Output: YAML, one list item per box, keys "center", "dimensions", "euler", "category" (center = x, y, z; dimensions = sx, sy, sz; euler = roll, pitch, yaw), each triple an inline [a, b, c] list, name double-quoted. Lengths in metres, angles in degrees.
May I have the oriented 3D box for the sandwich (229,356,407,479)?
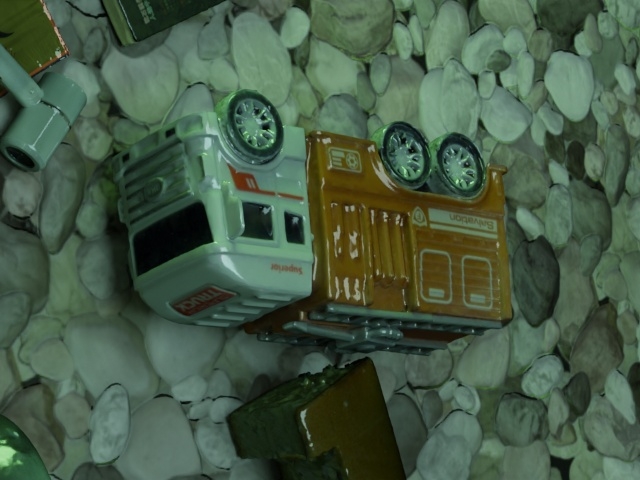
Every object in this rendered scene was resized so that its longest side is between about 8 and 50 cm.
- center: [0.015, 0.243, 1.673]
  dimensions: [0.128, 0.122, 0.236]
  euler: [-29, 105, -42]
  category: "sandwich"

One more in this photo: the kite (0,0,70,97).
- center: [-0.366, -0.232, 1.458]
  dimensions: [0.377, 0.013, 0.328]
  euler: [11, 78, -40]
  category: "kite"

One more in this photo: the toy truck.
- center: [0.000, 0.000, 1.627]
  dimensions: [0.387, 0.173, 0.207]
  euler: [8, 68, -39]
  category: "toy truck"

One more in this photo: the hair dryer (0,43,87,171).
- center: [-0.267, -0.132, 1.498]
  dimensions: [0.137, 0.047, 0.082]
  euler: [52, 56, -38]
  category: "hair dryer"

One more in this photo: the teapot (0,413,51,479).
- center: [-0.370, 0.278, 1.318]
  dimensions: [0.285, 0.305, 0.223]
  euler: [-6, 53, -35]
  category: "teapot"

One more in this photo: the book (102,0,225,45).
- center: [-0.133, -0.297, 1.662]
  dimensions: [0.228, 0.024, 0.160]
  euler: [-32, 106, -39]
  category: "book"
